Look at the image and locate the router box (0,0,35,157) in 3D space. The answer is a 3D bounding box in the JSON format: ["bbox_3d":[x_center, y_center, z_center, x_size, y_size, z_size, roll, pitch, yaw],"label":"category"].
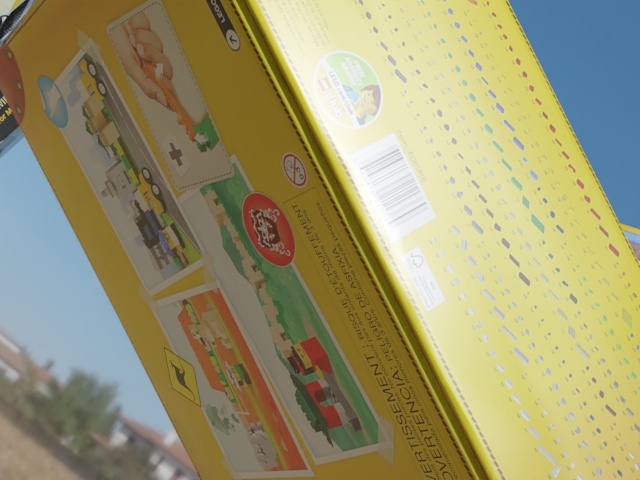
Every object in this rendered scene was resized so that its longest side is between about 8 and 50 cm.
[{"bbox_3d":[-0.379,-0.284,1.495,0.243,0.309,0.081,47,0,0],"label":"router box"}]

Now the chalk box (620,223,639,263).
[{"bbox_3d":[0.372,0.058,1.661,0.213,0.132,0.132,20,-43,20],"label":"chalk box"}]

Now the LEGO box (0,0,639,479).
[{"bbox_3d":[0.000,0.000,0.874,0.372,0.193,0.500,-22,-85,57],"label":"LEGO box"}]
